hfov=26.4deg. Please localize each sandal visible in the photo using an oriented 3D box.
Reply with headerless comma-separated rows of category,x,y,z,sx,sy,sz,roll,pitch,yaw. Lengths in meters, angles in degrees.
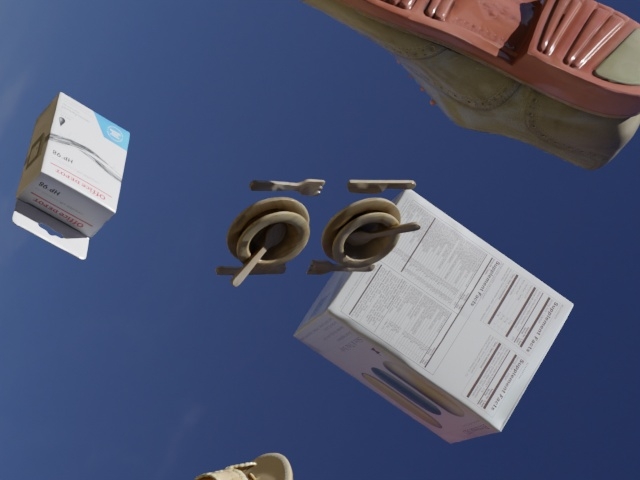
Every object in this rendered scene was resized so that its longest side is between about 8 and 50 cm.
sandal,-0.105,0.278,1.406,0.088,0.079,0.240,-10,-149,33

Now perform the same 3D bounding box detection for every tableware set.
tableware set,0.000,0.000,1.354,0.039,0.194,0.128,61,-40,39

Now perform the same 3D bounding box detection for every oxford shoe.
oxford shoe,0.100,-0.176,1.215,0.140,0.397,0.146,-53,166,-39

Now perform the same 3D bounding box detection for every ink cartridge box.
ink cartridge box,-0.291,-0.076,1.601,0.060,0.104,0.180,-40,-148,34

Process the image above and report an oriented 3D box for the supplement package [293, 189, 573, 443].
supplement package,0.141,0.104,1.766,0.198,0.263,0.199,-57,-176,-18
